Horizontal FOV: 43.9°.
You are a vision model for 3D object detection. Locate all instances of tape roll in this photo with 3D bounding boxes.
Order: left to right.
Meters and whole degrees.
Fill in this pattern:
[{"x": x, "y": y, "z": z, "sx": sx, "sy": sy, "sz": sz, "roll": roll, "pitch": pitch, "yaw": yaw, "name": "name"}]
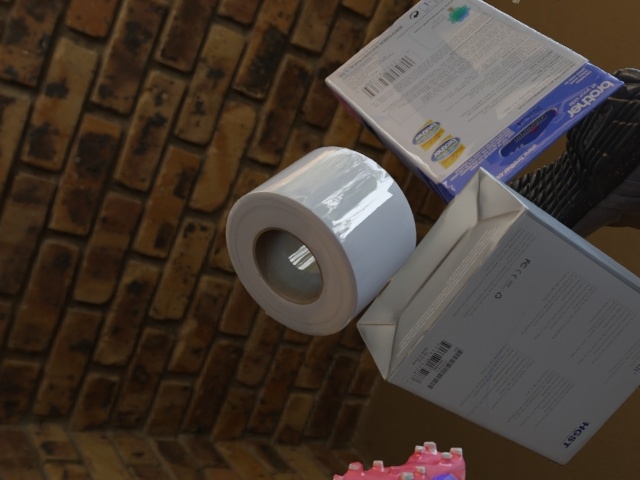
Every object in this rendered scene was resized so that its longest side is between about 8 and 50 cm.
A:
[{"x": 0.000, "y": 0.000, "z": 1.212, "sx": 0.246, "sy": 0.169, "sz": 0.246, "roll": 22, "pitch": -50, "yaw": 29, "name": "tape roll"}]

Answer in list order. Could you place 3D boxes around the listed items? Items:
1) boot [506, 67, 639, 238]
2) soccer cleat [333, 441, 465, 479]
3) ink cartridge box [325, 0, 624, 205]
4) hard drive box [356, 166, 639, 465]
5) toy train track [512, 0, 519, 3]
[{"x": 0.343, "y": -0.029, "z": 0.914, "sx": 0.338, "sy": 0.222, "sz": 0.118, "roll": -52, "pitch": -147, "yaw": 44, "name": "boot"}, {"x": 0.090, "y": 0.286, "z": 0.869, "sx": 0.083, "sy": 0.248, "sz": 0.095, "roll": 2, "pitch": -91, "yaw": 34, "name": "soccer cleat"}, {"x": 0.149, "y": -0.150, "z": 0.830, "sx": 0.185, "sy": 0.065, "sz": 0.311, "roll": -40, "pitch": -140, "yaw": 2, "name": "ink cartridge box"}, {"x": 0.180, "y": 0.075, "z": 0.701, "sx": 0.181, "sy": 0.232, "sz": 0.089, "roll": -52, "pitch": -152, "yaw": 14, "name": "hard drive box"}, {"x": 0.298, "y": -0.351, "z": 1.109, "sx": 0.083, "sy": 0.014, "sz": 0.048, "roll": 23, "pitch": -102, "yaw": 27, "name": "toy train track"}]
